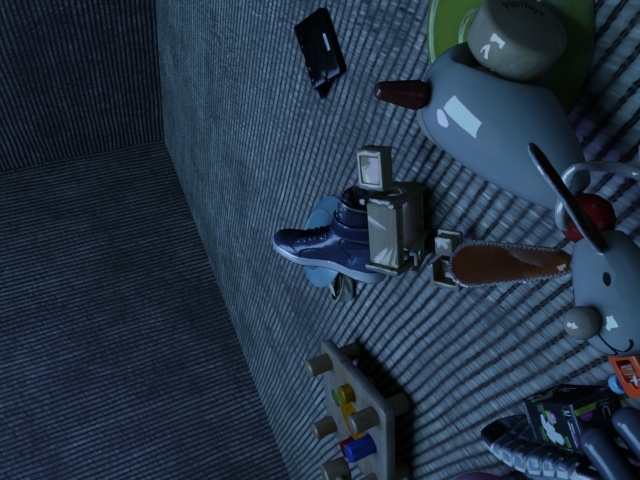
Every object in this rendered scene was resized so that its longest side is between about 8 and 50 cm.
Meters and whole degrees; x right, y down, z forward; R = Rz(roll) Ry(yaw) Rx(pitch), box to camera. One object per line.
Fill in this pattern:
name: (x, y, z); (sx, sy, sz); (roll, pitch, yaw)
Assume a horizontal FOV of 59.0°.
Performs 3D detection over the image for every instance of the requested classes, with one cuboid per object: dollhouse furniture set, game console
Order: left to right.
game console: (0.004, -0.332, 1.014); (0.107, 0.071, 0.122); (-21, 85, 39)
dollhouse furniture set: (0.150, -0.044, 0.789); (0.161, 0.101, 0.182); (14, 120, 39)

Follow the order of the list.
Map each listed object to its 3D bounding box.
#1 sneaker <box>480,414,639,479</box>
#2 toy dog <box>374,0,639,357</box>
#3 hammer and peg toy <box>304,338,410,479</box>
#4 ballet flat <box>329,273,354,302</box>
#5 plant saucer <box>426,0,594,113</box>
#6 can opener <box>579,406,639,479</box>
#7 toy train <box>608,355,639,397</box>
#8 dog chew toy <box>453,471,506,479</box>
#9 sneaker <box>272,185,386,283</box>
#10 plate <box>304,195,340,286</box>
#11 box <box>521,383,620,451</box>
sneaker: (0.282, 0.296, 0.660); (0.228, 0.086, 0.132); (-2, 105, 68)
toy dog: (0.159, -0.060, 0.486); (0.220, 0.160, 0.334); (96, 153, -42)
hammer and peg toy: (0.084, 0.417, 1.190); (0.266, 0.127, 0.361); (39, 140, 54)
ballet flat: (0.039, 0.056, 1.144); (0.057, 0.052, 0.168); (-138, 38, -57)
plant saucer: (0.182, -0.218, 0.608); (0.241, 0.037, 0.241); (49, 148, 47)
can opener: (0.338, 0.278, 0.482); (0.280, 0.074, 0.093); (59, -168, 27)
toy train: (0.308, 0.080, 0.497); (0.166, 0.046, 0.125); (115, 134, -64)
dog chew toy: (0.208, 0.464, 0.825); (0.207, 0.206, 0.332); (52, 142, 45)
sneaker: (0.014, -0.028, 1.003); (0.226, 0.086, 0.163); (14, 128, 22)
plate: (0.000, 0.000, 1.146); (0.188, 0.024, 0.188); (-29, 57, 57)
box: (0.277, 0.193, 0.623); (0.083, 0.062, 0.052); (148, 107, -69)
